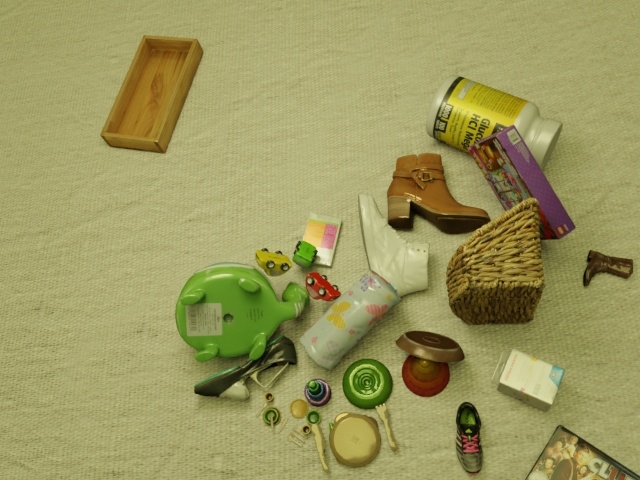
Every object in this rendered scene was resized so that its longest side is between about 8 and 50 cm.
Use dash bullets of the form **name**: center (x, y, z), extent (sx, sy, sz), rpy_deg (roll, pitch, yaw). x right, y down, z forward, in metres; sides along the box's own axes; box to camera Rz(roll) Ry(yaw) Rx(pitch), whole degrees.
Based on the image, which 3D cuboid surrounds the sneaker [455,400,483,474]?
- **sneaker**: center (0.344, 0.453, 1.500), extent (0.063, 0.075, 0.170), rpy_deg (-3, 65, 9)

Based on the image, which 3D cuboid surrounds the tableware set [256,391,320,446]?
- **tableware set**: center (-0.081, 0.436, 1.617), extent (0.154, 0.024, 0.104), rpy_deg (29, 73, 22)

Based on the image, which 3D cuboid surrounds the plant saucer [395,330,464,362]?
- **plant saucer**: center (0.267, 0.252, 1.564), extent (0.168, 0.168, 0.029), rpy_deg (11, 98, 16)

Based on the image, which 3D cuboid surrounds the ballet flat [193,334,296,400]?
- **ballet flat**: center (-0.184, 0.345, 1.644), extent (0.280, 0.095, 0.096), rpy_deg (-29, 75, -4)

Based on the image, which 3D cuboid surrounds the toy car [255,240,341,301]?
- **toy car**: center (-0.052, 0.068, 1.687), extent (0.239, 0.225, 0.053), rpy_deg (28, 113, -3)

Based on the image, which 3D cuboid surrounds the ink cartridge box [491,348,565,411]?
- **ink cartridge box**: center (0.486, 0.326, 1.525), extent (0.143, 0.090, 0.092), rpy_deg (22, 71, 21)

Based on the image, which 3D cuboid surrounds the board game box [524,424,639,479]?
- **board game box**: center (0.596, 0.548, 1.426), extent (0.243, 0.042, 0.165), rpy_deg (32, 74, 22)

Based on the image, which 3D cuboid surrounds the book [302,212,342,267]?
- **book**: center (0.000, 0.000, 1.806), extent (0.096, 0.035, 0.144), rpy_deg (10, 68, 13)

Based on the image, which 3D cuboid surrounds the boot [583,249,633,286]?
- **boot**: center (0.730, 0.082, 1.630), extent (0.114, 0.037, 0.106), rpy_deg (17, 71, 13)

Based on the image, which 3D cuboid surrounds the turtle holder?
- **turtle holder**: center (-0.209, 0.150, 1.653), extent (0.320, 0.243, 0.227), rpy_deg (-30, 19, 2)

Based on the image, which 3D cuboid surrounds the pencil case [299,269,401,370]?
- **pencil case**: center (0.075, 0.200, 1.608), extent (0.273, 0.124, 0.113), rpy_deg (-46, 48, 7)

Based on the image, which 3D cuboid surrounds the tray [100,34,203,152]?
- **tray**: center (-0.545, -0.486, 2.117), extent (0.203, 0.076, 0.411), rpy_deg (8, 66, 15)

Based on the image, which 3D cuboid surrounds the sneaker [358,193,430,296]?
- **sneaker**: center (0.200, 0.004, 1.710), extent (0.169, 0.108, 0.292), rpy_deg (-13, 85, 1)

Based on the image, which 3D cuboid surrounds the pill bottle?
- **pill bottle**: center (0.477, -0.317, 1.779), extent (0.334, 0.188, 0.188), rpy_deg (26, 72, 21)

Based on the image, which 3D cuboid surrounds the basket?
- **basket**: center (0.408, 0.058, 1.552), extent (0.213, 0.299, 0.223), rpy_deg (-3, 67, 11)

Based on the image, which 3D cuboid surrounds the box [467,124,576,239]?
- **box**: center (0.497, -0.136, 1.617), extent (0.057, 0.201, 0.293), rpy_deg (-32, 93, -6)

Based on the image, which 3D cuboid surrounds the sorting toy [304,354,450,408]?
- **sorting toy**: center (0.133, 0.331, 1.570), extent (0.366, 0.126, 0.127), rpy_deg (-12, 63, 4)

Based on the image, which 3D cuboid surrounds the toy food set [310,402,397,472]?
- **toy food set**: center (0.083, 0.479, 1.563), extent (0.192, 0.038, 0.132), rpy_deg (-15, 70, -3)

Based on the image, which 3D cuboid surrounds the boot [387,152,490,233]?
- **boot**: center (0.327, -0.134, 1.781), extent (0.283, 0.109, 0.220), rpy_deg (1, 61, 19)
